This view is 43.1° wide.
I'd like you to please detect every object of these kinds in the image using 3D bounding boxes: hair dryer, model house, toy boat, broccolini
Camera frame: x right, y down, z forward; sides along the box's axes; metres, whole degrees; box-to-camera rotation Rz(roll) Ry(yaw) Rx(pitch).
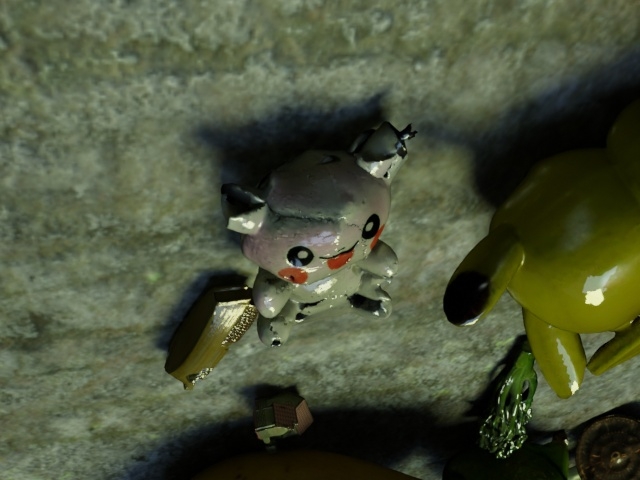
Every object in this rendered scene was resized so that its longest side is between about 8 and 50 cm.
[{"bbox_3d":[0.374,0.391,1.264,0.362,0.128,0.203,-25,144,24],"label":"hair dryer"},{"bbox_3d":[-0.040,0.198,0.898,0.058,0.057,0.083,-12,141,2],"label":"model house"},{"bbox_3d":[-0.102,0.092,0.747,0.049,0.047,0.149,10,135,-31],"label":"toy boat"},{"bbox_3d":[0.235,0.185,1.006,0.091,0.068,0.203,-16,129,-22],"label":"broccolini"}]

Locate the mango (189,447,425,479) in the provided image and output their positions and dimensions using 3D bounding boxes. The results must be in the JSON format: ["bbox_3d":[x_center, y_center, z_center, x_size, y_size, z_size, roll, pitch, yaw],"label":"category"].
[{"bbox_3d":[0.025,0.384,0.967,0.445,0.232,0.300,2,130,1],"label":"mango"}]

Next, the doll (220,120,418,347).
[{"bbox_3d":[0.000,0.000,0.634,0.149,0.095,0.192,-15,141,-13],"label":"doll"}]

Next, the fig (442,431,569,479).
[{"bbox_3d":[0.291,0.348,1.118,0.235,0.203,0.203,-22,147,-27],"label":"fig"}]

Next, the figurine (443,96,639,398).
[{"bbox_3d":[0.263,-0.010,0.659,0.326,0.169,0.218,-28,137,13],"label":"figurine"}]
